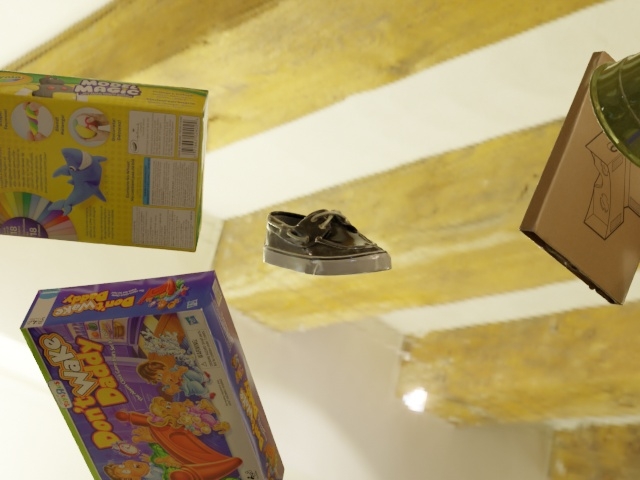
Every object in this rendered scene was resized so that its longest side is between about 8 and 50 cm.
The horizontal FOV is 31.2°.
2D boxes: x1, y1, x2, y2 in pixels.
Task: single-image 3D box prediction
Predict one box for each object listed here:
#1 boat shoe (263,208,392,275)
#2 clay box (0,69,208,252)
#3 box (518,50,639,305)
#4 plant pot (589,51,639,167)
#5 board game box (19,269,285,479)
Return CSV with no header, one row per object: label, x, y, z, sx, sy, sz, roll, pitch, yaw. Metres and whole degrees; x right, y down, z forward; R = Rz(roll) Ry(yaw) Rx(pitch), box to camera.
boat shoe,0.000,0.000,1.319,0.078,0.070,0.219,-6,8,-36
clay box,-0.203,-0.064,0.909,0.222,0.053,0.127,6,-60,-2
box,0.286,-0.060,1.142,0.164,0.201,0.021,34,-16,-35
plant pot,0.218,-0.092,0.682,0.083,0.083,0.079,25,-39,-22
board game box,-0.202,0.207,1.457,0.233,0.078,0.347,-7,-55,14
